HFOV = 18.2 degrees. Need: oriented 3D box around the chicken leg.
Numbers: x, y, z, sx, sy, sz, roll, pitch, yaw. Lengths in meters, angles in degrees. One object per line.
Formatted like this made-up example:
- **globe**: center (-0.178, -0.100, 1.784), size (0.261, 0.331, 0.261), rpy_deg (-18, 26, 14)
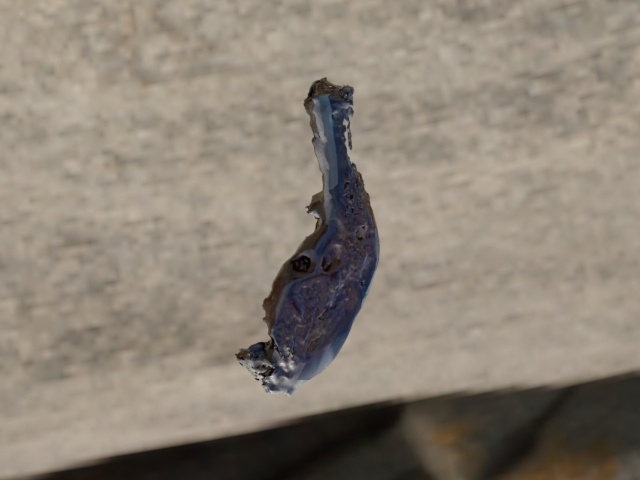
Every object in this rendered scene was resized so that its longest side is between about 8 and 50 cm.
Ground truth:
- **chicken leg**: center (0.000, 0.000, 1.559), size (0.106, 0.253, 0.051), rpy_deg (3, -170, -44)
